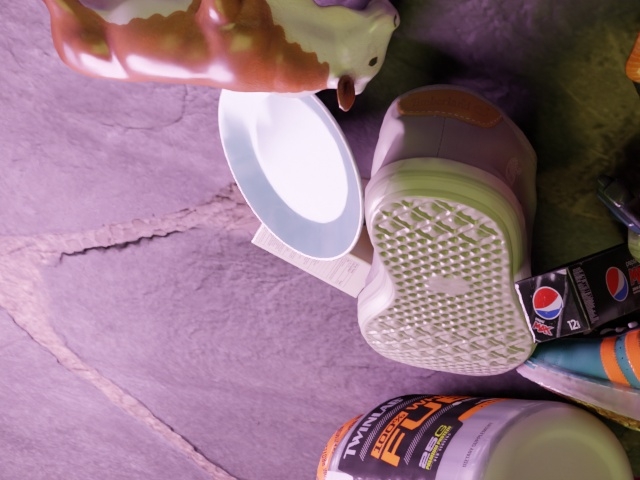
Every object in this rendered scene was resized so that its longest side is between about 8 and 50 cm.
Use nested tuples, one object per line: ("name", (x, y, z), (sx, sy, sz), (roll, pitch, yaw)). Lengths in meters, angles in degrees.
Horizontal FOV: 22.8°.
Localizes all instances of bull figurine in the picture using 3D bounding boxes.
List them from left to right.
("bull figurine", (-0.096, -0.189, 1.267), (0.310, 0.101, 0.188), (1, 133, 25))

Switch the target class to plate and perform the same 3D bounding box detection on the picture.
("plate", (-0.021, -0.071, 1.381), (0.188, 0.024, 0.188), (34, 140, 36))

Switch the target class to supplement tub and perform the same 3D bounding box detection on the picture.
("supplement tub", (0.138, 0.247, 1.545), (0.193, 0.193, 0.316), (42, 157, -21))

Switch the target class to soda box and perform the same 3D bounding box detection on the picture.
("soda box", (0.233, 0.035, 1.294), (0.060, 0.169, 0.053), (-20, 87, 43))

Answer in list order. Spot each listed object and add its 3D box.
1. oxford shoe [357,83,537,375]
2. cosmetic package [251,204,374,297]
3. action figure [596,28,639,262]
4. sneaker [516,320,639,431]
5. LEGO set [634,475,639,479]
("oxford shoe", (0.115, 0.008, 1.373), (0.169, 0.130, 0.449), (5, 155, 8))
("cosmetic package", (0.000, 0.000, 1.487), (0.115, 0.041, 0.060), (29, 143, -5))
("action figure", (0.328, -0.026, 1.132), (0.341, 0.179, 0.330), (54, 178, 45))
("sneaker", (0.312, 0.111, 1.408), (0.302, 0.121, 0.108), (11, 167, 47))
("LEGO set", (0.416, 0.232, 1.501), (0.227, 0.087, 0.093), (0, 140, 20))
